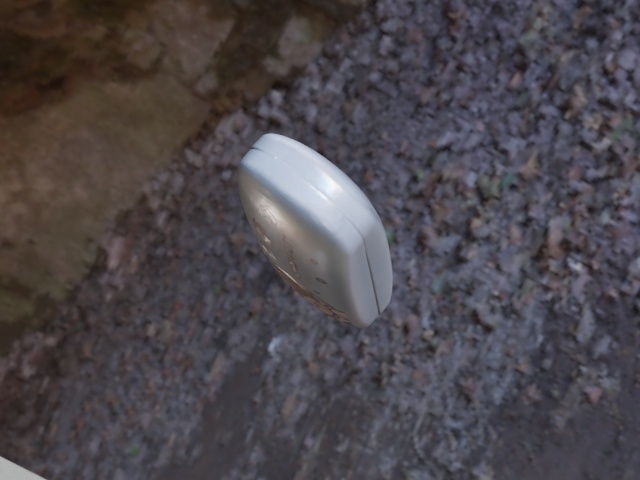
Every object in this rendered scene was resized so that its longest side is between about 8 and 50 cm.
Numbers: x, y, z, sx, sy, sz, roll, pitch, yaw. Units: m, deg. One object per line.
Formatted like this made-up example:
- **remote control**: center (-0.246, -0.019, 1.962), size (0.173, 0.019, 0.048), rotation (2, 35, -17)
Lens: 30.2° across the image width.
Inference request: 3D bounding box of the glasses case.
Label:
- **glasses case**: center (0.000, 0.000, 0.587), size (0.045, 0.067, 0.178), rotation (-50, -16, -10)

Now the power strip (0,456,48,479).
- **power strip**: center (-0.071, 0.159, 0.445), size (0.058, 0.338, 0.098), rotation (-57, 12, 15)
